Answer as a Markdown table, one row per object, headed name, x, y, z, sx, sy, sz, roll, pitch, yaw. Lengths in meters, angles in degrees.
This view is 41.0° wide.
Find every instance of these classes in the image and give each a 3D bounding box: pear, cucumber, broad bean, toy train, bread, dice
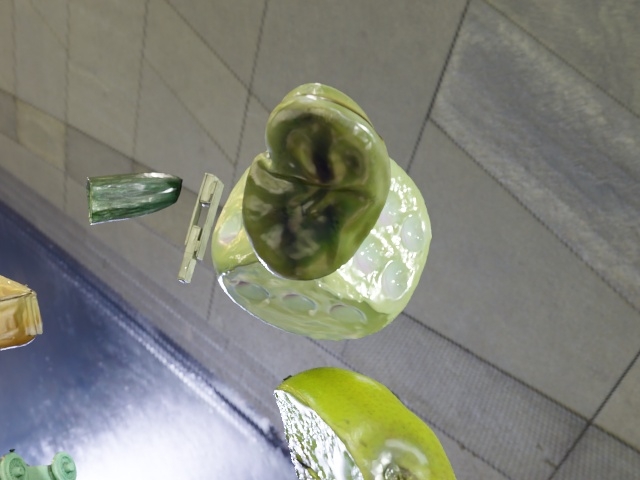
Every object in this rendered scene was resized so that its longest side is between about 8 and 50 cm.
| name | x | y | z | sx | sy | sz | roll | pitch | yaw |
| --- | --- | --- | --- | --- | --- | --- | --- | --- | --- |
| pear | 0.088 | 0.326 | 1.235 | 0.282 | 0.176 | 0.286 | 7 | 114 | 62 |
| cucumber | -0.186 | -0.045 | 0.864 | 0.048 | 0.105 | 0.048 | 25 | 119 | 55 |
| broad bean | -0.004 | -0.057 | 0.884 | 0.072 | 0.153 | 0.206 | -81 | -5 | -60 |
| toy train | -0.497 | 0.450 | 1.440 | 0.285 | 0.116 | 0.177 | 42 | -151 | -71 |
| bread | -0.602 | 0.131 | 1.544 | 0.241 | 0.136 | 0.106 | 8 | 104 | 50 |
| dice | 0.000 | 0.000 | 1.339 | 0.252 | 0.254 | 0.250 | 38 | 150 | -30 |

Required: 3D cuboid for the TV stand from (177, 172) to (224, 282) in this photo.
| name | x | y | z | sx | sy | sz | roll | pitch | yaw |
| --- | --- | --- | --- | --- | --- | --- | --- | --- | --- |
| TV stand | -0.269 | -0.027 | 1.910 | 0.036 | 0.042 | 0.249 | 60 | -136 | -76 |
